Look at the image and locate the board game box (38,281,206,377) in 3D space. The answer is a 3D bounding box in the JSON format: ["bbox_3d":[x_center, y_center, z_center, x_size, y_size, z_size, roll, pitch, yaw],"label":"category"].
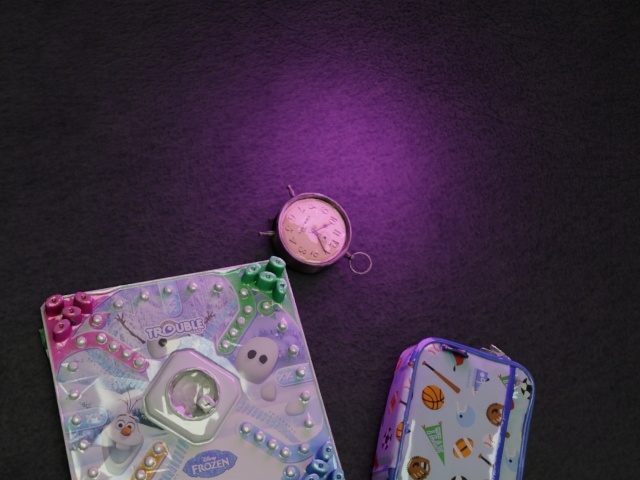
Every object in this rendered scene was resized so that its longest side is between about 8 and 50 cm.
[{"bbox_3d":[-0.288,0.164,1.541,0.259,0.030,0.136,-16,78,-20],"label":"board game box"}]

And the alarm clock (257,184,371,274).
[{"bbox_3d":[0.000,0.000,1.660,0.192,0.064,0.129,31,66,-1],"label":"alarm clock"}]

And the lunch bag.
[{"bbox_3d":[0.222,0.309,1.588,0.243,0.115,0.303,20,68,-10],"label":"lunch bag"}]

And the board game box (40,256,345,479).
[{"bbox_3d":[-0.189,0.228,1.487,0.389,0.050,0.390,-10,69,-18],"label":"board game box"}]
